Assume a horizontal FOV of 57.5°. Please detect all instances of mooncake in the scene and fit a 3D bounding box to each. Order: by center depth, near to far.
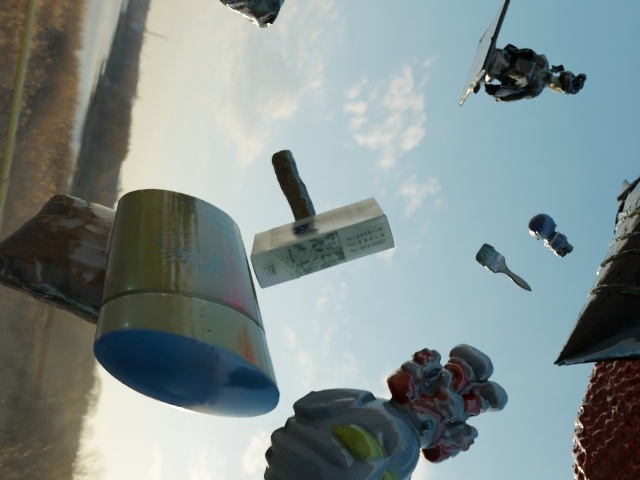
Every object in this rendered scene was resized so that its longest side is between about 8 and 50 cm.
[{"bbox_3d":[-0.107,-0.442,1.000,0.073,0.125,0.129,38,-72,51],"label":"mooncake"}]

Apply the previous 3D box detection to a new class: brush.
[{"bbox_3d":[0.541,0.087,1.706,0.070,0.196,0.021,-51,-178,-18],"label":"brush"}]

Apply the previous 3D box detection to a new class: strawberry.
[{"bbox_3d":[0.593,0.350,1.058,0.267,0.312,0.351,-26,-132,37],"label":"strawberry"}]

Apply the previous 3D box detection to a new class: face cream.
[{"bbox_3d":[-0.123,0.041,0.529,0.067,0.140,0.285,-64,-156,21],"label":"face cream"}]

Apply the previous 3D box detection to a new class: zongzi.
[{"bbox_3d":[0.504,0.052,0.883,0.319,0.363,0.383,90,-7,-74],"label":"zongzi"}]

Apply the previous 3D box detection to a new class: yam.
[{"bbox_3d":[-0.047,-0.087,1.293,0.061,0.061,0.274,-55,-132,44],"label":"yam"}]

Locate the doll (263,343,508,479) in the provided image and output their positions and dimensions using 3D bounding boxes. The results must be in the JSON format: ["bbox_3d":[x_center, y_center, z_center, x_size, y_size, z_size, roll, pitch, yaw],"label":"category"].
[{"bbox_3d":[0.032,0.123,0.360,0.094,0.180,0.079,64,-11,-6],"label":"doll"}]

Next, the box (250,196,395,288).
[{"bbox_3d":[0.000,0.001,1.115,0.164,0.257,0.069,-100,172,-74],"label":"box"}]

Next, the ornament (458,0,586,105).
[{"bbox_3d":[0.386,-0.309,1.088,0.153,0.196,0.166,97,14,-79],"label":"ornament"}]

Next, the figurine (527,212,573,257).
[{"bbox_3d":[0.671,-0.013,1.715,0.086,0.149,0.087,-40,-178,40],"label":"figurine"}]

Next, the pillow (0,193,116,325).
[{"bbox_3d":[-0.354,0.035,0.982,0.108,0.308,0.305,-60,-167,20],"label":"pillow"}]
